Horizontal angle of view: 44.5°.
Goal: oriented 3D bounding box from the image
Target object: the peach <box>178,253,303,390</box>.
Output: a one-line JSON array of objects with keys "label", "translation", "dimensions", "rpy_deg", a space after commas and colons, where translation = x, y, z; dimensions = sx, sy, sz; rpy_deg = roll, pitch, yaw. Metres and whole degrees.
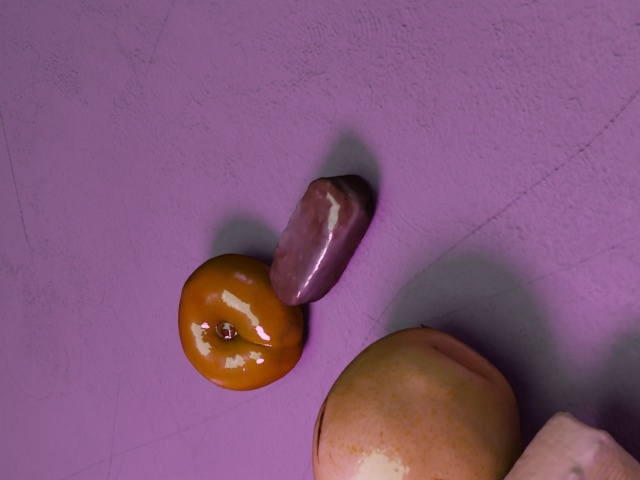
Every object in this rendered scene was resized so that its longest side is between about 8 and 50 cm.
[{"label": "peach", "translation": [-0.142, 0.148, 1.400], "dimensions": [0.251, 0.153, 0.251], "rpy_deg": [6, 107, 21]}]

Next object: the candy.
[{"label": "candy", "translation": [0.000, 0.000, 1.283], "dimensions": [0.102, 0.104, 0.234], "rpy_deg": [45, 121, 22]}]

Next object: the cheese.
[{"label": "cheese", "translation": [0.312, 0.388, 0.963], "dimensions": [0.242, 0.265, 0.124], "rpy_deg": [42, 171, -12]}]

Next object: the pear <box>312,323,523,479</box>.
[{"label": "pear", "translation": [0.141, 0.283, 1.110], "dimensions": [0.309, 0.309, 0.309], "rpy_deg": [7, 102, 37]}]
